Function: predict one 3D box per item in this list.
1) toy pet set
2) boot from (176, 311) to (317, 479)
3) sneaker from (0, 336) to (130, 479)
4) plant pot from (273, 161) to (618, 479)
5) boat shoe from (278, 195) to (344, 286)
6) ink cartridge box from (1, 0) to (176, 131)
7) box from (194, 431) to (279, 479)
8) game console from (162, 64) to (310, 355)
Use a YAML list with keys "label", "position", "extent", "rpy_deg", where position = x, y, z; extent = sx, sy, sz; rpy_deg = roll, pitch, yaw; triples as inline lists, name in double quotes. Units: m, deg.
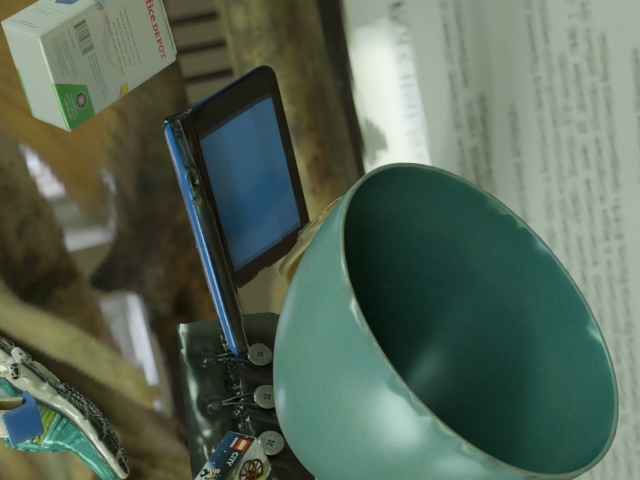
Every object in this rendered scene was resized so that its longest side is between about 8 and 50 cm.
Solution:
- label: "toy pet set"
  position: [-0.373, 0.184, 1.734]
  extent: [0.122, 0.065, 0.114]
  rpy_deg: [-55, -42, -59]
- label: "boot"
  position: [-0.021, 0.309, 2.166]
  extent: [0.445, 0.367, 0.146]
  rpy_deg: [-103, 26, -45]
- label: "sneaker"
  position: [-0.368, 0.234, 1.928]
  extent: [0.275, 0.110, 0.107]
  rpy_deg: [38, -179, -5]
- label: "plant pot"
  position: [0.073, 0.109, 1.210]
  extent: [0.195, 0.290, 0.290]
  rpy_deg: [-42, 57, 35]
- label: "boat shoe"
  position: [0.000, 0.000, 2.029]
  extent: [0.059, 0.170, 0.063]
  rpy_deg: [23, 147, 46]
- label: "ink cartridge box"
  position: [-0.315, -0.274, 2.031]
  extent: [0.093, 0.212, 0.154]
  rpy_deg: [22, 138, 39]
- label: "box"
  position: [-0.121, 0.359, 1.684]
  extent: [0.044, 0.233, 0.159]
  rpy_deg: [8, 138, 35]
- label: "game console"
  position: [-0.089, -0.042, 1.943]
  extent: [0.250, 0.173, 0.293]
  rpy_deg: [-116, 10, -56]
